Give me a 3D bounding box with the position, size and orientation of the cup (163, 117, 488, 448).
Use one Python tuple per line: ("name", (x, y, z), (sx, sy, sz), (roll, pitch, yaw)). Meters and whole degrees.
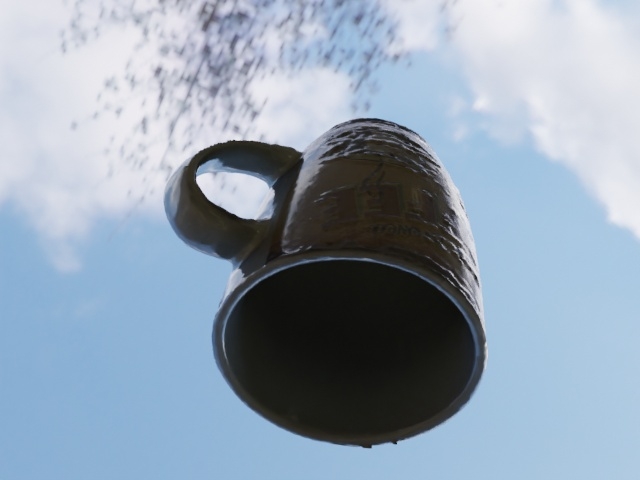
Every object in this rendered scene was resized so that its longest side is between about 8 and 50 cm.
("cup", (0.000, 0.000, 1.231), (0.301, 0.227, 0.257), (31, -146, -19))
